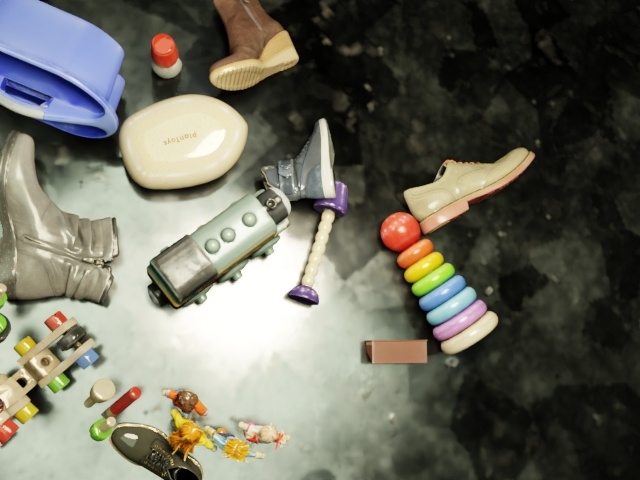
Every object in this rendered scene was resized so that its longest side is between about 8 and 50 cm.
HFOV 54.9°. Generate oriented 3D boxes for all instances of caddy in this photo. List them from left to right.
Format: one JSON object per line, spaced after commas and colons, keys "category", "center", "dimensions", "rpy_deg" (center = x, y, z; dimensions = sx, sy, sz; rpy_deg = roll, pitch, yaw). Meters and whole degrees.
{"category": "caddy", "center": [-0.544, -0.319, 1.192], "dimensions": [0.341, 0.241, 0.179], "rpy_deg": [22, 67, -9]}

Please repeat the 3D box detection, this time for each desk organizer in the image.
{"category": "desk organizer", "center": [0.167, 0.244, 1.354], "dimensions": [0.130, 0.047, 0.050], "rpy_deg": [2, 80, -14]}

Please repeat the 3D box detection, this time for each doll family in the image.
{"category": "doll family", "center": [-0.194, 0.373, 1.167], "dimensions": [0.263, 0.163, 0.118], "rpy_deg": [25, 70, -8]}

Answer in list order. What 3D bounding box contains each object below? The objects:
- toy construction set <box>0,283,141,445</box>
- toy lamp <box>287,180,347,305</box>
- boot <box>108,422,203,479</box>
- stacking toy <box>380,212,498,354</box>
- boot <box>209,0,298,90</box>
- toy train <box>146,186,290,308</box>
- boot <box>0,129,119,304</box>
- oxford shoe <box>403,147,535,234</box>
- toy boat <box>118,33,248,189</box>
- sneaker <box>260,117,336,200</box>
{"category": "toy construction set", "center": [-0.519, 0.285, 1.119], "dimensions": [0.309, 0.237, 0.257], "rpy_deg": [29, 42, -24]}
{"category": "toy lamp", "center": [0.000, 0.000, 1.346], "dimensions": [0.080, 0.080, 0.274], "rpy_deg": [19, 73, -10]}
{"category": "boot", "center": [-0.303, 0.404, 1.150], "dimensions": [0.198, 0.137, 0.076], "rpy_deg": [28, 73, -6]}
{"category": "stacking toy", "center": [0.244, 0.083, 1.370], "dimensions": [0.141, 0.141, 0.330], "rpy_deg": [-32, 83, -18]}
{"category": "boot", "center": [-0.189, -0.451, 1.379], "dimensions": [0.248, 0.090, 0.207], "rpy_deg": [-29, 79, -36]}
{"category": "toy train", "center": [-0.199, 0.014, 1.232], "dimensions": [0.334, 0.190, 0.142], "rpy_deg": [-36, 89, -18]}
{"category": "boot", "center": [-0.513, -0.043, 1.217], "dimensions": [0.223, 0.118, 0.338], "rpy_deg": [1, 89, -17]}
{"category": "oxford shoe", "center": [0.354, -0.150, 1.449], "dimensions": [0.348, 0.123, 0.130], "rpy_deg": [-30, 82, -19]}
{"category": "toy boat", "center": [-0.299, -0.269, 1.306], "dimensions": [0.268, 0.148, 0.318], "rpy_deg": [-13, 89, -12]}
{"category": "sneaker", "center": [-0.050, -0.179, 1.367], "dimensions": [0.163, 0.086, 0.226], "rpy_deg": [-8, 50, 9]}
